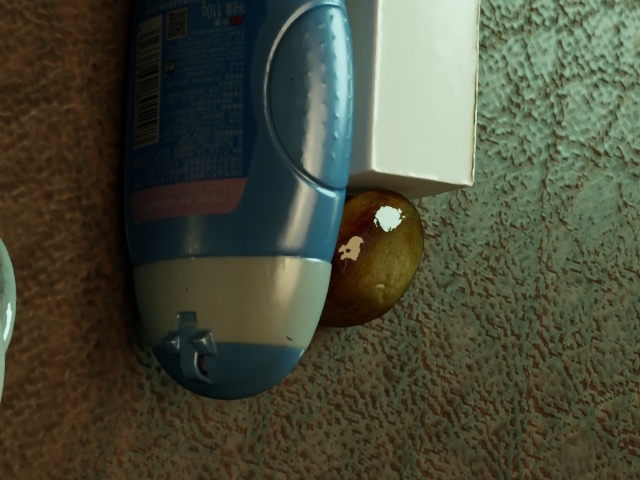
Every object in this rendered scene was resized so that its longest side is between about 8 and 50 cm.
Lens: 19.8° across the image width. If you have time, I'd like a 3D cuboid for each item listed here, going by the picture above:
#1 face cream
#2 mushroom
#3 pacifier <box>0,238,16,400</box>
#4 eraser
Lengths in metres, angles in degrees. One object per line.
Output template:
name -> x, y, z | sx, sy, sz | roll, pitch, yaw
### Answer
face cream -> -0.047, -0.044, 1.011 | 0.083, 0.149, 0.264 | 11, 78, -50
mushroom -> 0.003, 0.007, 1.079 | 0.129, 0.088, 0.073 | 14, 33, -20
pacifier -> -0.226, 0.116, 0.874 | 0.226, 0.238, 0.287 | 58, 46, -48
eraser -> 0.049, -0.177, 1.118 | 0.076, 0.078, 0.298 | 7, 81, -29
